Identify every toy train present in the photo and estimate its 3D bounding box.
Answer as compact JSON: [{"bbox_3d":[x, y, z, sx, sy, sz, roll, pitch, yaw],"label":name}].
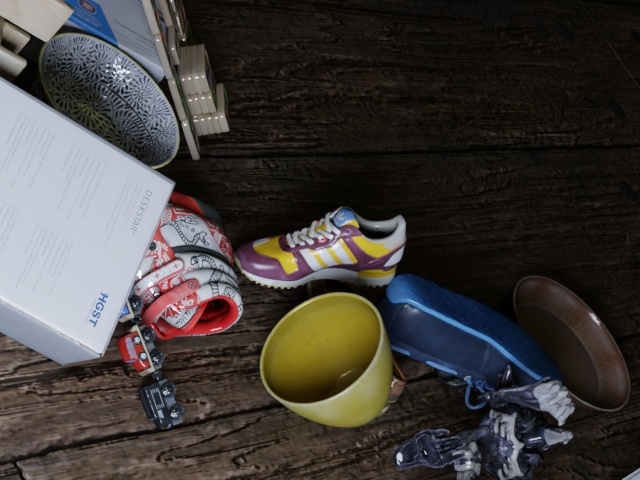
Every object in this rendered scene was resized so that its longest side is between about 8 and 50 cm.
[{"bbox_3d":[-0.168,0.098,1.692,0.036,0.027,0.158,-19,87,-28],"label":"toy train"}]

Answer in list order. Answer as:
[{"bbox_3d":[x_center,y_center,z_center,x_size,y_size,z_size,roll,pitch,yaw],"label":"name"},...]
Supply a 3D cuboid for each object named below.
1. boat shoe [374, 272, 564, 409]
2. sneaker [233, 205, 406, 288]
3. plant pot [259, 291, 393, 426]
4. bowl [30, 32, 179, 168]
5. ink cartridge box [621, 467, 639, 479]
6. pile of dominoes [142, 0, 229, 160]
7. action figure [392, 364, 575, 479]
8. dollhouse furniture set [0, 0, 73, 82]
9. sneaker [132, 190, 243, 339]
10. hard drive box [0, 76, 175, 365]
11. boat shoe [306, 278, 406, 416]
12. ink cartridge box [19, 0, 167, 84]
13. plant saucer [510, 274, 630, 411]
[{"bbox_3d":[0.157,0.117,2.057,0.258,0.089,0.109,31,25,-24],"label":"boat shoe"},{"bbox_3d":[0.000,0.000,1.942,0.185,0.084,0.069,-1,38,-23],"label":"sneaker"},{"bbox_3d":[0.020,0.133,1.843,0.095,0.134,0.134,54,20,-43],"label":"plant pot"},{"bbox_3d":[-0.231,-0.117,1.839,0.170,0.080,0.170,31,34,-24],"label":"bowl"},{"bbox_3d":[0.460,0.409,2.058,0.306,0.131,0.226,32,34,-27],"label":"ink cartridge box"},{"bbox_3d":[-0.143,-0.228,1.966,0.196,0.040,0.251,-95,173,-45],"label":"pile of dominoes"},{"bbox_3d":[0.196,0.225,1.914,0.276,0.141,0.164,-15,103,-53],"label":"action figure"},{"bbox_3d":[-0.346,-0.239,1.676,0.161,0.242,0.212,30,35,-27],"label":"dollhouse furniture set"},{"bbox_3d":[-0.184,0.007,1.749,0.270,0.090,0.145,22,37,-41],"label":"sneaker"},{"bbox_3d":[-0.268,-0.024,1.606,0.232,0.089,0.181,32,65,-24],"label":"hard drive box"},{"bbox_3d":[0.042,0.098,1.955,0.064,0.060,0.178,8,49,-47],"label":"boat shoe"},{"bbox_3d":[-0.240,-0.248,1.975,0.140,0.082,0.190,28,38,-29],"label":"ink cartridge box"},{"bbox_3d":[0.298,0.133,2.257,0.199,0.036,0.198,31,34,-24],"label":"plant saucer"}]
